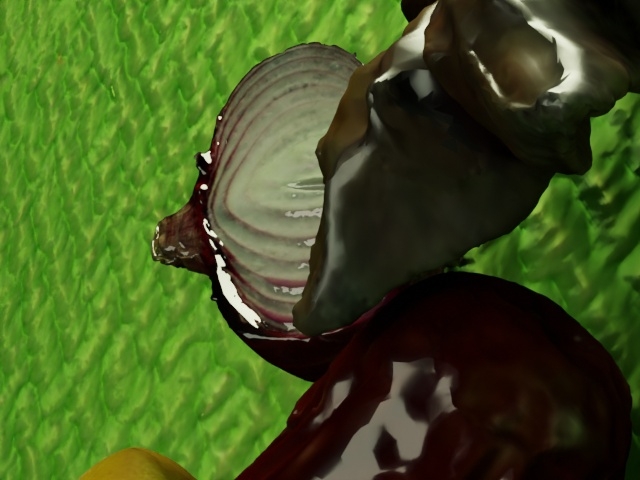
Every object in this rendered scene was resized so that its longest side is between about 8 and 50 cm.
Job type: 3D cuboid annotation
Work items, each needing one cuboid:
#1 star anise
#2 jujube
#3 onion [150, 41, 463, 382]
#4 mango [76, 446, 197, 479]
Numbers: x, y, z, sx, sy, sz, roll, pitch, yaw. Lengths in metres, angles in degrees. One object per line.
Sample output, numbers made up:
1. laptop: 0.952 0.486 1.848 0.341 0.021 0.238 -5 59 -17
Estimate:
1. star anise: 0.087 -0.105 0.748 0.349 0.109 0.292 -53 20 -23
2. jujube: 0.033 0.124 0.741 0.230 0.155 0.155 -56 33 10
3. onion: 0.000 0.000 0.908 0.151 0.098 0.206 -22 47 20
4. mango: -0.091 0.211 0.868 0.138 0.187 0.257 -18 24 6
